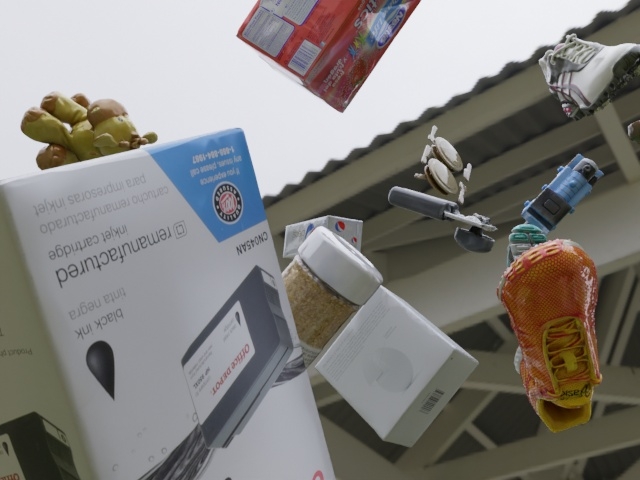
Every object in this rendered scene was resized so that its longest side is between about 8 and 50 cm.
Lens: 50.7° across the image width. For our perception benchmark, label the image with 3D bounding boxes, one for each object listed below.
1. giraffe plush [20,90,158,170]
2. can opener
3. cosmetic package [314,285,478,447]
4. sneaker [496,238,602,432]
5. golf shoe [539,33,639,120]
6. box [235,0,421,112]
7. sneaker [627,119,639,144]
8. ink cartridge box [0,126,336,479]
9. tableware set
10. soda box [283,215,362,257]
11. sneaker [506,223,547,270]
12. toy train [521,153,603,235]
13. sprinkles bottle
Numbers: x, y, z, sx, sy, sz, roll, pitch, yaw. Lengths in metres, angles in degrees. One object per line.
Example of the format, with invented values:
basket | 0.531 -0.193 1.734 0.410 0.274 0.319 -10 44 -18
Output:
giraffe plush | -0.407 -0.189 1.235 0.171 0.181 0.210 -12 -58 37
can opener | 0.277 -0.047 1.570 0.076 0.284 0.095 5 -78 -49
cosmetic package | 0.152 0.254 1.374 0.224 0.225 0.138 -52 -38 3
sneaker | 0.155 0.063 0.428 0.064 0.067 0.175 -22 -44 6
golf shoe | 0.405 -0.259 1.040 0.105 0.273 0.120 -43 -91 3
box | 0.038 -0.363 0.988 0.299 0.154 0.142 -55 -25 6
sneaker | 0.596 -0.146 1.089 0.192 0.086 0.064 3 -18 -7
ink cartridge box | -0.150 0.125 0.584 0.166 0.285 0.394 -9 -78 28
tableware set | 0.251 -0.151 1.411 0.128 0.194 0.039 45 -56 -12
soda box | 0.000 0.000 1.311 0.074 0.069 0.216 8 -7 -23
sneaker | 0.296 0.064 0.953 0.065 0.166 0.076 -2 -15 0
toy train | 0.465 -0.087 1.302 0.184 0.080 0.105 -45 -9 -2
sprinkles bottle | -0.068 0.148 0.956 0.121 0.121 0.355 36 -82 -34
